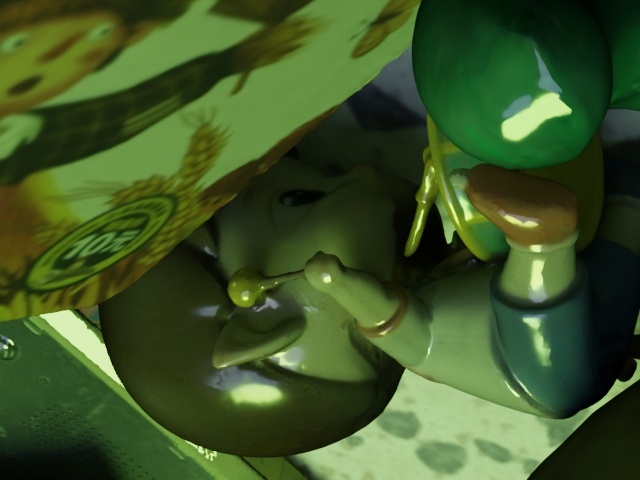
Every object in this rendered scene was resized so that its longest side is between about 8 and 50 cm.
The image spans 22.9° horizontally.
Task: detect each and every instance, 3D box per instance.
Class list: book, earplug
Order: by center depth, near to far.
[{"bbox_3d":[-0.021,-0.100,0.427,0.428,0.300,0.039,-40,72,26],"label":"book"},{"bbox_3d":[0.187,-0.082,0.472,0.280,0.164,0.257,-29,136,27],"label":"earplug"}]

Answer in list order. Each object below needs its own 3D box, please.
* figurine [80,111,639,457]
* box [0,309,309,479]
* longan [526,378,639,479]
[{"bbox_3d":[0.001,0.009,0.674,0.275,0.161,0.158,-11,86,26],"label":"figurine"},{"bbox_3d":[-0.127,0.133,0.901,0.210,0.045,0.270,-27,118,36],"label":"box"},{"bbox_3d":[0.238,0.165,0.621,0.350,0.288,0.288,15,139,-21],"label":"longan"}]
